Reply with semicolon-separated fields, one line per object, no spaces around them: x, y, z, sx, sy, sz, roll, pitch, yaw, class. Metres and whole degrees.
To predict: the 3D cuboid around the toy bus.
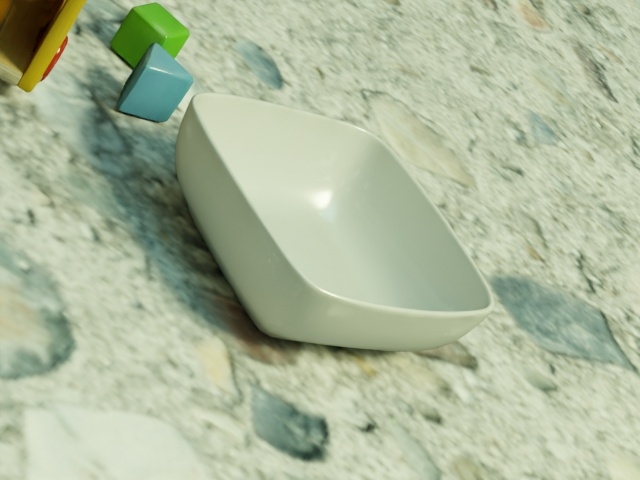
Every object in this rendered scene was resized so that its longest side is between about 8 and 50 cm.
-0.144;-0.163;0.869;0.191;0.104;0.202;-3;47;-53;toy bus

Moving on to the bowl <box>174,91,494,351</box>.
0.000;0.000;0.840;0.142;0.053;0.142;8;38;-44;bowl
